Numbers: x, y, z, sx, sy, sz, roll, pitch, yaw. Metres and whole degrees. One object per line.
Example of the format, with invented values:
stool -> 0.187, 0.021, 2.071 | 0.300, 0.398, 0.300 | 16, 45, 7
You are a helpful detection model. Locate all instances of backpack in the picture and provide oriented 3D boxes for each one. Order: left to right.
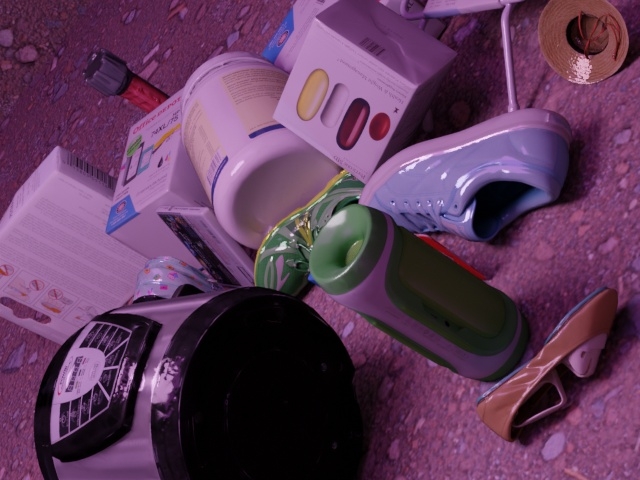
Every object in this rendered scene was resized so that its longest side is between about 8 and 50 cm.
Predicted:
backpack -> -0.243, 0.109, 2.112 | 0.152, 0.182, 0.115 | -28, 42, 40

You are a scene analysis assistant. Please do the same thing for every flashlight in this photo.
flashlight -> -0.339, -0.274, 2.464 | 0.103, 0.304, 0.103 | -13, 54, 47

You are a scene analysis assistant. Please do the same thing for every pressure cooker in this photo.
pressure cooker -> -0.197, 0.265, 1.723 | 0.420, 0.370, 0.376 | -10, 99, 46

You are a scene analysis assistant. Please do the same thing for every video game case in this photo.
video game case -> -0.186, 0.013, 2.115 | 0.022, 0.190, 0.173 | -50, 28, -22

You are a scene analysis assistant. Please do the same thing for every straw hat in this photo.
straw hat -> 0.385, -0.293, 1.709 | 0.061, 0.144, 0.144 | -32, 12, -40

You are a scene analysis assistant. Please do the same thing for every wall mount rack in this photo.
wall mount rack -> 0.255, -0.329, 1.874 | 0.350, 0.130, 0.304 | 4, 63, 56

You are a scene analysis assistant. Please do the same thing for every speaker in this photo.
speaker -> 0.128, 0.071, 1.523 | 0.131, 0.296, 0.131 | -34, 38, 33

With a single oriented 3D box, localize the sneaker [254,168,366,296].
sneaker -> 0.000, 0.000, 1.942 | 0.295, 0.109, 0.123 | -47, 30, 17

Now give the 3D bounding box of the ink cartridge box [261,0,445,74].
ink cartridge box -> 0.052, -0.357, 2.164 | 0.223, 0.129, 0.307 | -55, 31, 3

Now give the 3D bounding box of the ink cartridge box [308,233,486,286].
ink cartridge box -> 0.107, 0.053, 1.723 | 0.231, 0.134, 0.078 | -1, 61, 54

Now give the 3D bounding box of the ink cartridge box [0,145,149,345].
ink cartridge box -> -0.506, 0.027, 2.428 | 0.385, 0.308, 0.091 | -42, 35, 26

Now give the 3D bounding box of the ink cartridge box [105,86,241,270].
ink cartridge box -> -0.253, -0.112, 2.303 | 0.198, 0.197, 0.270 | -30, 40, 37

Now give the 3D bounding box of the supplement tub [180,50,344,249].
supplement tub -> -0.106, -0.161, 2.077 | 0.235, 0.235, 0.325 | -47, 40, 16

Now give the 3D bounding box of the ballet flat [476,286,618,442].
ballet flat -> 0.289, 0.156, 1.463 | 0.232, 0.080, 0.073 | -47, 61, 21

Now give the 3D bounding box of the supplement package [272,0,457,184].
supplement package -> 0.066, -0.239, 1.878 | 0.149, 0.194, 0.203 | -42, -16, -47

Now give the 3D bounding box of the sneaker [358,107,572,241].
sneaker -> 0.187, -0.059, 1.714 | 0.366, 0.135, 0.150 | -28, 39, 40
